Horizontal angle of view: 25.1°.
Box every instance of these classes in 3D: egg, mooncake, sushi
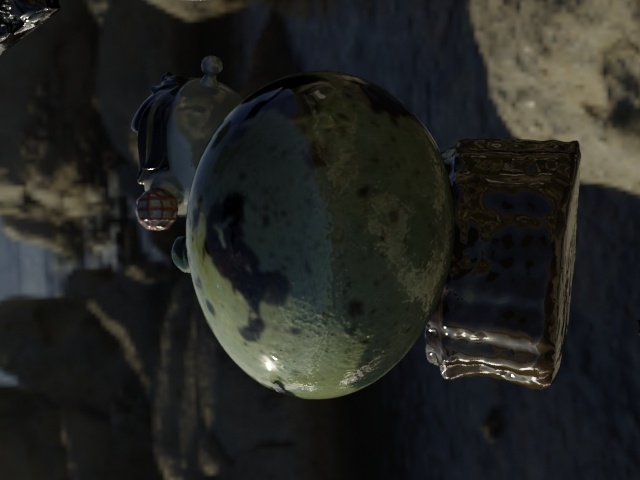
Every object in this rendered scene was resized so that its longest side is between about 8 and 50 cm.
[{"bbox_3d":[0.000,0.000,1.539,0.287,0.288,0.379,-106,12,-46],"label":"egg"},{"bbox_3d":[0.230,0.022,1.838,0.324,0.187,0.324,4,-90,-79],"label":"mooncake"},{"bbox_3d":[-0.467,-0.352,1.883,0.153,0.150,0.172,-27,76,37],"label":"sushi"}]

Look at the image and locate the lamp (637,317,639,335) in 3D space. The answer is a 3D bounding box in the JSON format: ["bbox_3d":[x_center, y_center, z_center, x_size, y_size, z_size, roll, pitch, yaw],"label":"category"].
[{"bbox_3d":[0.455,0.076,1.490,0.305,0.240,0.305,47,-151,-36],"label":"lamp"}]

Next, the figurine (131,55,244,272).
[{"bbox_3d":[-0.142,-0.057,1.913,0.281,0.167,0.370,-42,-60,-63],"label":"figurine"}]
